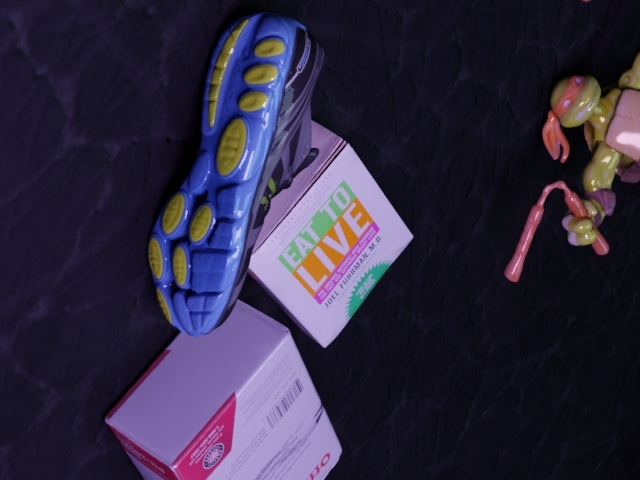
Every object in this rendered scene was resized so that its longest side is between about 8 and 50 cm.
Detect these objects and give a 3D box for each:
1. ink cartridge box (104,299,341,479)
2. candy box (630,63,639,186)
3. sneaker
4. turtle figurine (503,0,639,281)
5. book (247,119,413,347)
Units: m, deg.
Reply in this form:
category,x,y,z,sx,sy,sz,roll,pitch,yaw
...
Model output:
category,x,y,z,sx,sy,sz,roll,pitch,yaw
ink cartridge box,-0.055,0.121,1.046,0.109,0.063,0.150,-49,147,-20
candy box,0.331,-0.150,1.397,0.233,0.071,0.159,-61,149,-3
sneaker,-0.039,-0.032,0.946,0.078,0.067,0.188,7,105,-51
turtle figurine,0.249,-0.063,1.264,0.087,0.217,0.269,153,-40,-76
book,0.000,0.000,1.069,0.096,0.035,0.144,-53,150,-7
